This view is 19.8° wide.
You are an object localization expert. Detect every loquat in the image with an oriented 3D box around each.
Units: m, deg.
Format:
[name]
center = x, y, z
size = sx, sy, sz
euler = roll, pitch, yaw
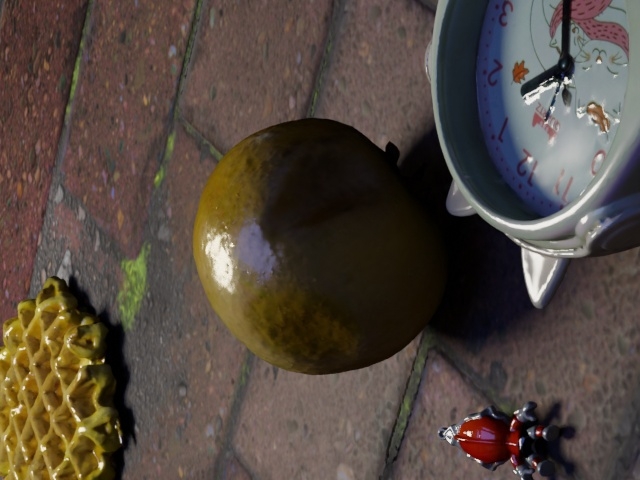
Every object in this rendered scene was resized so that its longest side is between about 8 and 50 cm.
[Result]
[loquat]
center = 0.001, 0.002, 1.461
size = 0.213, 0.213, 0.213
euler = -2, 88, 58

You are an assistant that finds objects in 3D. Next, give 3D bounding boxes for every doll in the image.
[doll]
center = 0.134, 0.149, 1.392
size = 0.114, 0.039, 0.057
euler = 5, 123, 48

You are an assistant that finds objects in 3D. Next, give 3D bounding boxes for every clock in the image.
[clock]
center = 0.182, -0.122, 1.254
size = 0.265, 0.109, 0.324
euler = 52, 132, 43

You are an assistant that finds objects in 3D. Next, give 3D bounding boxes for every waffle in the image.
[waffle]
center = -0.304, 0.211, 2.078
size = 0.329, 0.062, 0.329
euler = -4, 86, 58
